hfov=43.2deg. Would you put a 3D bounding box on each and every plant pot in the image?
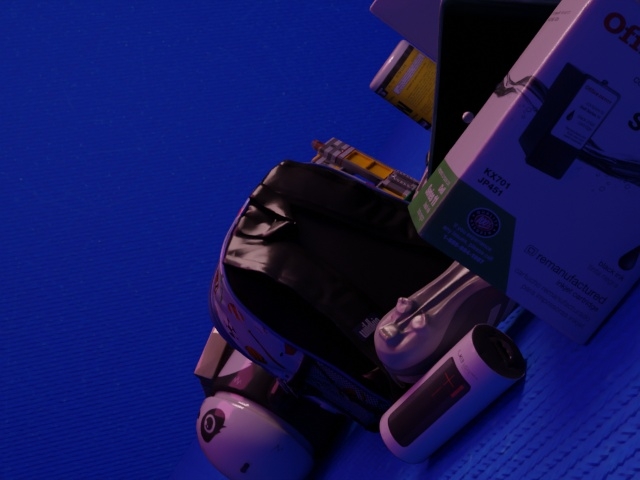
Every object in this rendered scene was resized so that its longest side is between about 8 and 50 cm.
[{"bbox_3d":[0.181,-0.116,0.742,0.234,0.165,0.166,-49,-37,-81],"label":"plant pot"}]

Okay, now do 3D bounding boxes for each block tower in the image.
[{"bbox_3d":[-0.123,0.246,1.316,0.335,0.097,0.091,85,-159,-61],"label":"block tower"}]

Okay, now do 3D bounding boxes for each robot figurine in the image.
[{"bbox_3d":[-0.046,0.190,1.066,0.173,0.209,0.278,11,56,35],"label":"robot figurine"}]

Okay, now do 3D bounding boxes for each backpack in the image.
[{"bbox_3d":[0.016,0.050,0.885,0.276,0.263,0.213,-60,6,-36],"label":"backpack"}]

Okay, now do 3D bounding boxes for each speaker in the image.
[{"bbox_3d":[0.108,0.129,0.675,0.136,0.055,0.055,-52,6,35],"label":"speaker"}]

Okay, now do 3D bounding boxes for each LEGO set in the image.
[{"bbox_3d":[0.000,0.000,1.255,0.255,0.192,0.331,-46,-22,-42],"label":"LEGO set"}]

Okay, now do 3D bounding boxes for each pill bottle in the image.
[{"bbox_3d":[0.213,-0.292,1.607,0.119,0.208,0.119,-54,4,6],"label":"pill bottle"}]

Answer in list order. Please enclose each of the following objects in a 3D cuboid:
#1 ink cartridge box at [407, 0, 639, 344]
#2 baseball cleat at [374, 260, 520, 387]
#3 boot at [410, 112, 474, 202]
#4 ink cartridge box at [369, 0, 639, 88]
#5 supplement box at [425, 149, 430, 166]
[{"bbox_3d":[0.186,-0.056,0.579,0.208,0.153,0.087,-55,6,14],"label":"ink cartridge box"},{"bbox_3d":[0.143,0.057,0.727,0.206,0.109,0.072,-30,44,-1],"label":"baseball cleat"},{"bbox_3d":[0.191,-0.080,1.129,0.123,0.095,0.258,-94,27,-73],"label":"boot"},{"bbox_3d":[0.235,-0.279,0.904,0.197,0.270,0.198,-50,7,36],"label":"ink cartridge box"},{"bbox_3d":[0.215,-0.130,1.216,0.083,0.083,0.056,-52,7,23],"label":"supplement box"}]
